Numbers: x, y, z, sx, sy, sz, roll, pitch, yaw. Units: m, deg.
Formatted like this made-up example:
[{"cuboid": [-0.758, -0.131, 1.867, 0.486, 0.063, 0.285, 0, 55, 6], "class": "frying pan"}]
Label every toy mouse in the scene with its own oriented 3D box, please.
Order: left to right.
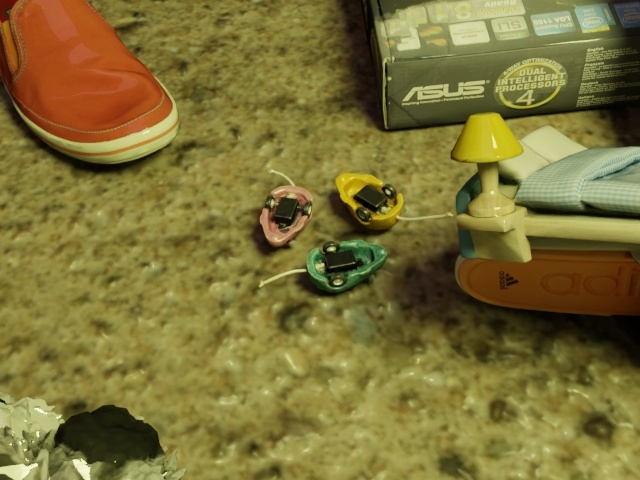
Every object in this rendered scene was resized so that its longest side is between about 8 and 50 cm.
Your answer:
[{"cuboid": [0.000, 0.000, 0.788, 0.161, 0.031, 0.143, 28, 58, 25], "class": "toy mouse"}]

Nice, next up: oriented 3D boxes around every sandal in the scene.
[{"cuboid": [0.226, 0.048, 0.693, 0.265, 0.102, 0.076, -1, 51, 15], "class": "sandal"}]

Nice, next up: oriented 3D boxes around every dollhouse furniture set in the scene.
[{"cuboid": [0.265, -0.101, 0.615, 0.286, 0.198, 0.303, 6, 18, 41], "class": "dollhouse furniture set"}]

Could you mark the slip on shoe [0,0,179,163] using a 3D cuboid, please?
[{"cuboid": [-0.245, -0.182, 0.918, 0.123, 0.101, 0.331, -30, 55, -21], "class": "slip on shoe"}]

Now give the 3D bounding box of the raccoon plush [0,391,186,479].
[{"cuboid": [-0.181, 0.271, 0.533, 0.216, 0.299, 0.446, -8, 81, -21], "class": "raccoon plush"}]

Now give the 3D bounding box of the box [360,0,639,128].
[{"cuboid": [0.232, -0.262, 0.945, 0.395, 0.097, 0.318, -6, 53, 0], "class": "box"}]
